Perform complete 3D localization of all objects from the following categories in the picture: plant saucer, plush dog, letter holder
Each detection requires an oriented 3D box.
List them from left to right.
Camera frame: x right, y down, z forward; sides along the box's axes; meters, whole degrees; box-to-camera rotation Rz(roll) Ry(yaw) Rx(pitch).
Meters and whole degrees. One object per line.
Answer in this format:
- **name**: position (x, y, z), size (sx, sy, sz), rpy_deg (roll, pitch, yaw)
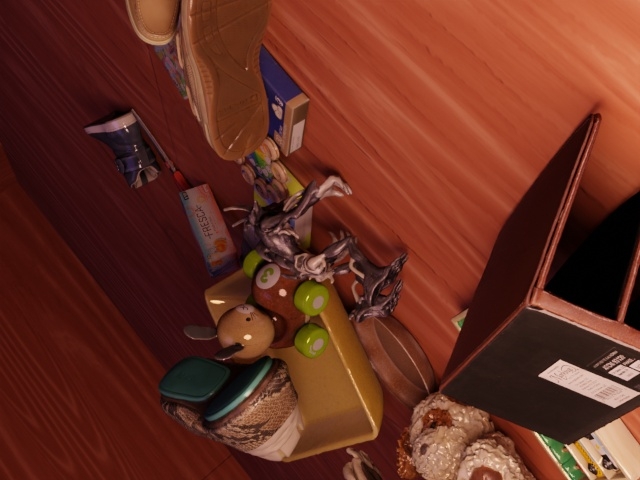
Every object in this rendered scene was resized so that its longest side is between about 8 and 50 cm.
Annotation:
- **plant saucer**: position (-0.032, 0.183, 1.856), size (0.333, 0.081, 0.333), rpy_deg (-30, 83, 56)
- **plant saucer**: position (0.120, 0.182, 1.753), size (0.198, 0.036, 0.198), rpy_deg (48, 161, 23)
- **plush dog**: position (0.210, 0.313, 1.594), size (0.262, 0.210, 0.225), rpy_deg (-56, 50, 39)
- **letter holder**: position (0.248, 0.043, 1.066), size (0.152, 0.214, 0.302), rpy_deg (22, 157, 0)

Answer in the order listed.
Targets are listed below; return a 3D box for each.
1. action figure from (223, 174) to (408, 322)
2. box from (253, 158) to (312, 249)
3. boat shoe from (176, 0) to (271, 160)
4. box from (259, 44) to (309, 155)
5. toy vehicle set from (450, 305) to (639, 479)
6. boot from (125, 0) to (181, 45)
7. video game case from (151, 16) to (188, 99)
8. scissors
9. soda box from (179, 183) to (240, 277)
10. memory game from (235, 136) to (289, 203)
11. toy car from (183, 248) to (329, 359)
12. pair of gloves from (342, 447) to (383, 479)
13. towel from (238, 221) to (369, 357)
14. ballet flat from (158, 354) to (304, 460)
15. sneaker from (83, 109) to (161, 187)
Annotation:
- **action figure**: position (0.000, 0.000, 1.594), size (0.276, 0.141, 0.164), rpy_deg (33, 155, 25)
- **box**: position (-0.061, -0.058, 1.791), size (0.109, 0.042, 0.178), rpy_deg (48, 159, 20)
- **boat shoe**: position (-0.141, -0.267, 1.460), size (0.110, 0.122, 0.341), rpy_deg (44, 145, 41)
- **box**: position (-0.100, -0.239, 1.600), size (0.225, 0.036, 0.136), rpy_deg (52, 161, 17)
- **toy vehicle set**: position (0.274, 0.179, 1.362), size (0.267, 0.035, 0.166), rpy_deg (54, 162, 6)
- **boot**: position (-0.196, -0.371, 1.441), size (0.165, 0.077, 0.213), rpy_deg (168, 106, -67)
- **video game case**: position (-0.237, -0.330, 1.806), size (0.193, 0.023, 0.212), rpy_deg (59, 162, -9)
- **scissors**: position (-0.295, -0.142, 2.283), size (0.297, 0.021, 0.109), rpy_deg (62, 163, -14)
- **soda box**: position (-0.211, -0.019, 2.131), size (0.058, 0.063, 0.183), rpy_deg (83, 164, -53)
- **memory game**: position (-0.103, -0.135, 1.691), size (0.186, 0.012, 0.186), rpy_deg (49, 158, 27)
- **toy car**: position (-0.106, 0.117, 1.680), size (0.155, 0.188, 0.149), rpy_deg (30, 131, 42)
- **pair of gloves**: position (0.129, 0.431, 1.743), size (0.240, 0.042, 0.204), rpy_deg (38, -167, -33)
- **towel**: position (-0.033, 0.111, 2.020), size (0.324, 0.056, 0.312), rpy_deg (51, 164, 10)
- **ballet flat**: position (-0.127, 0.281, 1.847), size (0.182, 0.164, 0.483), rpy_deg (49, 159, -13)
- **sneaker**: position (-0.426, -0.193, 2.410), size (0.226, 0.086, 0.163), rpy_deg (13, 131, 63)
